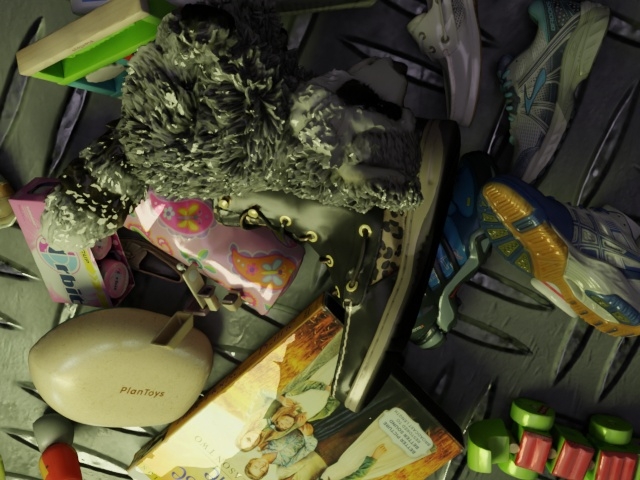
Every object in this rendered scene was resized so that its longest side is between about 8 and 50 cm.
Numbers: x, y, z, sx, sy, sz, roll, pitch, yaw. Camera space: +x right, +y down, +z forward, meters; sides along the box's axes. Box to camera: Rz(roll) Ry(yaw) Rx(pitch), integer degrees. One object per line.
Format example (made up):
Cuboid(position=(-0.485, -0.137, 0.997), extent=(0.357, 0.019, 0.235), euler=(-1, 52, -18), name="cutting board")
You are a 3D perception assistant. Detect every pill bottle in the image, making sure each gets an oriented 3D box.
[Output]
Cuboid(position=(0.392, 0.029, 1.075), extent=(0.087, 0.087, 0.160), euler=(37, 98, -8), name="pill bottle")

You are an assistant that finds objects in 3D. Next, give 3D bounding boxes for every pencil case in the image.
Cuboid(position=(-0.162, -0.013, 1.045), extent=(0.284, 0.124, 0.124), euler=(32, 99, -6), name="pencil case")

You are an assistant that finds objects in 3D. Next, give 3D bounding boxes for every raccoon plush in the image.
Cuboid(position=(-0.086, -0.060, 0.839), extent=(0.299, 0.216, 0.446), euler=(49, 122, 7), name="raccoon plush")

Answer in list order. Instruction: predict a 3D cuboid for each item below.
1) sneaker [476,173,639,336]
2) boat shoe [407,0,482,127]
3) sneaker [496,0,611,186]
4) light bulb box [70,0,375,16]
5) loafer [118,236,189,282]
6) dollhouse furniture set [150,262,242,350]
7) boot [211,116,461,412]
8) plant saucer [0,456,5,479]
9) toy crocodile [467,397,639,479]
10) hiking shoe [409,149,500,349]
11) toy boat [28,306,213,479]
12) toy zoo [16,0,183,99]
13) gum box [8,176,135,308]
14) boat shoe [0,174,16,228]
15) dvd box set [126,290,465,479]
Cuboid(position=(0.338, -0.003, 0.981), extent=(0.296, 0.112, 0.131), euler=(40, 69, -12), name="sneaker")
Cuboid(position=(0.166, -0.292, 1.007), extent=(0.096, 0.098, 0.277), euler=(-4, 92, 0), name="boat shoe")
Cuboid(position=(0.301, -0.203, 1.035), extent=(0.122, 0.110, 0.283), euler=(21, 98, 13), name="sneaker")
Cuboid(position=(-0.118, -0.459, 0.898), extent=(0.361, 0.225, 0.358), euler=(-4, 101, 1), name="light bulb box")
Cuboid(position=(-0.255, 0.030, 1.086), extent=(0.125, 0.039, 0.045), euler=(22, 101, -5), name="loafer")
Cuboid(position=(-0.179, 0.087, 0.980), extent=(0.091, 0.114, 0.081), euler=(3, 131, 34), name="dollhouse furniture set")
Cuboid(position=(0.000, 0.000, 0.939), extent=(0.284, 0.138, 0.378), euler=(17, 97, 16), name="boot")
Cuboid(position=(-0.624, 0.378, 1.150), extent=(0.240, 0.037, 0.241), euler=(0, 101, -1), name="plant saucer")
Cuboid(position=(0.388, 0.328, 1.126), extent=(0.340, 0.105, 0.115), euler=(11, 101, -4), name="toy crocodile")
Cuboid(position=(0.160, 0.011, 1.046), extent=(0.132, 0.113, 0.304), euler=(16, 101, -15), name="hiking shoe")
Cuboid(position=(-0.324, 0.221, 1.064), extent=(0.267, 0.148, 0.318), euler=(24, 107, -42), name="toy boat")
Cuboid(position=(-0.200, -0.226, 0.926), extent=(0.192, 0.293, 0.030), euler=(-16, 82, 28), name="toy zoo")
Cuboid(position=(-0.343, 0.000, 1.018), extent=(0.107, 0.062, 0.188), euler=(5, 127, 21), name="gum box")
Cuboid(position=(-0.556, 0.013, 1.011), extent=(0.302, 0.113, 0.103), euler=(-43, 100, -11), name="boat shoe")
Cuboid(position=(-0.042, 0.318, 1.105), extent=(0.420, 0.062, 0.307), euler=(-41, 100, 15), name="dvd box set")
